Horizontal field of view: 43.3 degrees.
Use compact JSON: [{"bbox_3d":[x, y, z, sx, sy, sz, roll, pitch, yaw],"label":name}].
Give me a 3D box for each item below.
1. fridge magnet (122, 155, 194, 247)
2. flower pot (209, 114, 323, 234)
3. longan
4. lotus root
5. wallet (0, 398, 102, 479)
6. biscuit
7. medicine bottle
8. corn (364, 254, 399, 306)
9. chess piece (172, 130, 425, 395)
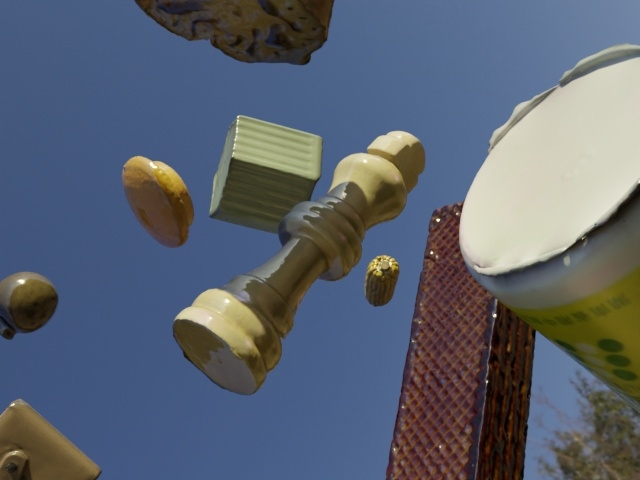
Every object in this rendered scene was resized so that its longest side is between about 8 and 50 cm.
[{"bbox_3d":[-0.231,-0.056,1.148,0.063,0.143,0.143,-34,-55,-34],"label":"fridge magnet"},{"bbox_3d":[-0.119,-0.134,1.707,0.190,0.209,0.239,15,-67,-15],"label":"flower pot"},{"bbox_3d":[-0.501,0.109,1.353,0.119,0.106,0.106,-56,-43,-9],"label":"longan"},{"bbox_3d":[-0.084,-0.307,0.863,0.188,0.199,0.179,40,-126,-58],"label":"lotus root"},{"bbox_3d":[-0.376,0.295,1.044,0.153,0.039,0.118,41,-97,-7],"label":"wallet"},{"bbox_3d":[0.140,0.129,0.770,0.073,0.107,0.388,35,-125,-32],"label":"biscuit"},{"bbox_3d":[0.303,0.043,0.630,0.379,0.213,0.213,36,-110,-20],"label":"medicine bottle"},{"bbox_3d":[0.126,0.087,1.684,0.068,0.068,0.207,-60,-10,-20],"label":"corn"},{"bbox_3d":[0.000,0.000,0.941,0.397,0.117,0.117,-48,-47,-32],"label":"chess piece"}]
